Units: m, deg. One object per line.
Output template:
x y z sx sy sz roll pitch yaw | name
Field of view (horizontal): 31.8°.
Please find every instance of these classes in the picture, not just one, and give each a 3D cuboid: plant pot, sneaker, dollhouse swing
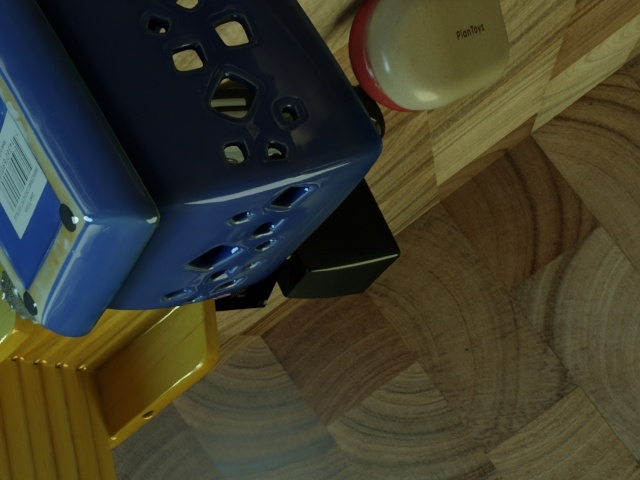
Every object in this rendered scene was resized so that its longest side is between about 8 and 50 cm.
0.000 0.000 1.969 0.167 0.188 0.187 -17 163 -28 | plant pot
-0.050 -0.125 1.276 0.228 0.086 0.132 0 165 -27 | sneaker
-0.258 0.200 1.231 0.315 0.305 0.347 -39 152 17 | dollhouse swing
-0.135 -0.075 0.809 0.212 0.236 0.236 -23 166 -34 | plant pot

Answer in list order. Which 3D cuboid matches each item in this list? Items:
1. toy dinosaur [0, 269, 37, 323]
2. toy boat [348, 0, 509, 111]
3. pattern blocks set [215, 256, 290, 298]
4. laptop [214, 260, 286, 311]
-0.226 -0.001 1.056 0.121 0.160 0.313 -39 170 17 | toy dinosaur
0.108 -0.232 1.319 0.151 0.151 0.231 -5 -164 41 | toy boat
-0.176 0.028 1.431 0.285 0.026 0.325 -10 160 -3 | pattern blocks set
-0.132 -0.048 1.672 0.408 0.236 0.382 -5 164 -11 | laptop
